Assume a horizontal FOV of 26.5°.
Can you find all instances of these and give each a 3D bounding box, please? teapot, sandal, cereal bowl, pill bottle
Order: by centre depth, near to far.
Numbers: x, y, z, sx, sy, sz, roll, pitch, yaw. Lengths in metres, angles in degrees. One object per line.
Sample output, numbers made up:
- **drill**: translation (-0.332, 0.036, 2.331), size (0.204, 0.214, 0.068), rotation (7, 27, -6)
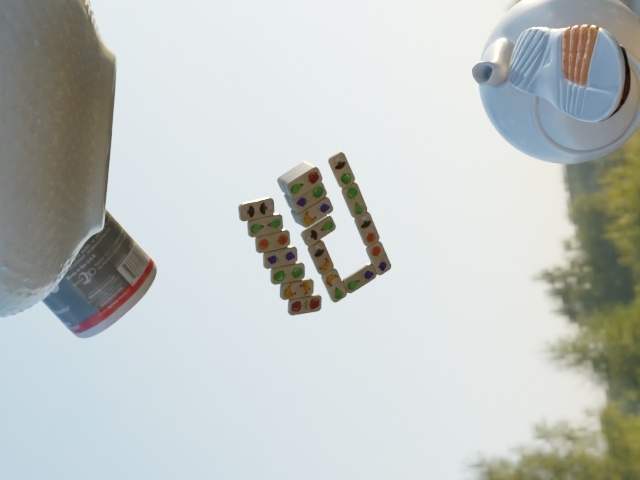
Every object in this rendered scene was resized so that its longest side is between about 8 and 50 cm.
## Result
- **cereal bowl**: translation (-0.255, -0.095, 1.199), size (0.339, 0.141, 0.339), rotation (-176, 90, -82)
- **sandal**: translation (0.299, -0.195, 1.551), size (0.265, 0.076, 0.102), rotation (-134, 59, -68)
- **teapot**: translation (0.339, -0.197, 1.765), size (0.252, 0.256, 0.187), rotation (61, -177, -28)
- **pill bottle**: translation (-0.382, -0.010, 1.956), size (0.283, 0.161, 0.161), rotation (50, -155, -19)

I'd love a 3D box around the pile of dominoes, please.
- **pile of dominoes**: translation (0.000, 0.000, 2.122), size (0.040, 0.196, 0.251), rotation (35, 154, 57)
